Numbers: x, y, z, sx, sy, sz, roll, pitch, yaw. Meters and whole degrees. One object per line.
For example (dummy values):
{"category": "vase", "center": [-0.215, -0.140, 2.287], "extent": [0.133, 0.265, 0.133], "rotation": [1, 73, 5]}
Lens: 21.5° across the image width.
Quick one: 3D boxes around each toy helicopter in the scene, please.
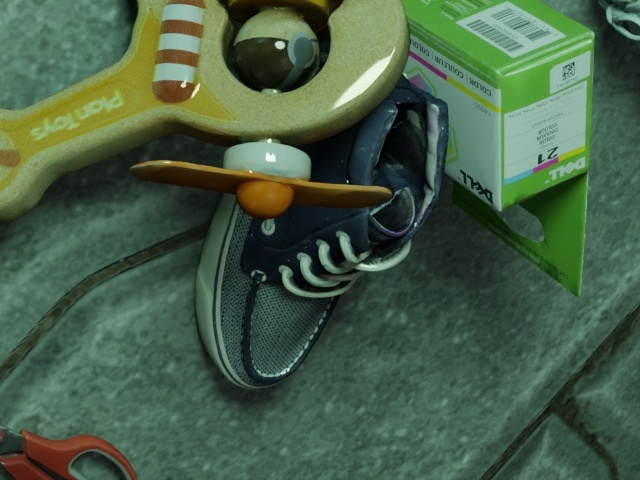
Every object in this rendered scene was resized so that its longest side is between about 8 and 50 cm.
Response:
{"category": "toy helicopter", "center": [-0.102, -0.093, 1.187], "extent": [0.355, 0.235, 0.140], "rotation": [-24, 165, 0]}

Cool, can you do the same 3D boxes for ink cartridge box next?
{"category": "ink cartridge box", "center": [0.126, -0.079, 1.370], "extent": [0.097, 0.189, 0.255], "rotation": [-24, 130, -25]}

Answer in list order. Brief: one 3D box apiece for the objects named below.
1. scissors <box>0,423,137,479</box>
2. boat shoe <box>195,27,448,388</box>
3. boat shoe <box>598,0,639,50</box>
{"category": "scissors", "center": [-0.248, 0.158, 1.366], "extent": [0.109, 0.021, 0.297], "rotation": [-39, 133, -7]}
{"category": "boat shoe", "center": [0.000, 0.000, 1.348], "extent": [0.127, 0.158, 0.340], "rotation": [-8, 122, -33]}
{"category": "boat shoe", "center": [0.250, -0.254, 1.410], "extent": [0.103, 0.118, 0.320], "rotation": [-34, 129, -7]}
